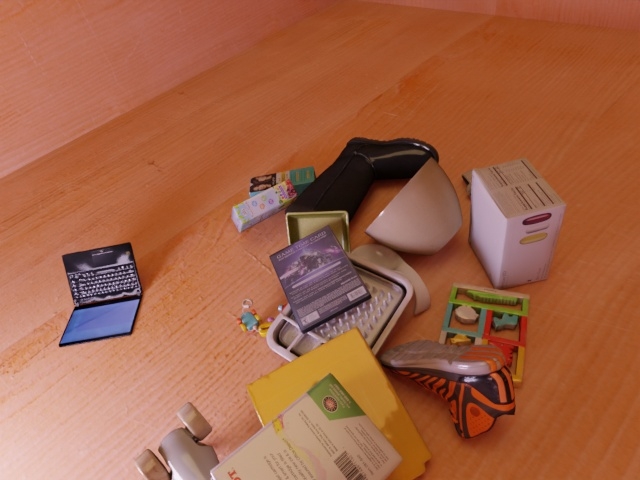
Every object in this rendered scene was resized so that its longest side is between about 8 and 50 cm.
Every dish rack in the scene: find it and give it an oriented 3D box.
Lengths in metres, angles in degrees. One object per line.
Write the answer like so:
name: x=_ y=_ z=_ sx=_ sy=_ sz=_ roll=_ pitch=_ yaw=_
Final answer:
dish rack: x=0.055 y=0.199 z=1.153 sx=0.285 sy=0.072 sz=0.333 roll=22 pitch=64 yaw=34

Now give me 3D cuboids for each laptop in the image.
laptop: x=-0.687 y=0.161 z=1.375 sx=0.234 sy=0.265 sz=0.136 roll=-10 pitch=6 yaw=4

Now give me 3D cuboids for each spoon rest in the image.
spoon rest: x=0.196 y=0.084 z=1.245 sx=0.137 sy=0.084 sz=0.276 roll=-19 pitch=42 yaw=-30

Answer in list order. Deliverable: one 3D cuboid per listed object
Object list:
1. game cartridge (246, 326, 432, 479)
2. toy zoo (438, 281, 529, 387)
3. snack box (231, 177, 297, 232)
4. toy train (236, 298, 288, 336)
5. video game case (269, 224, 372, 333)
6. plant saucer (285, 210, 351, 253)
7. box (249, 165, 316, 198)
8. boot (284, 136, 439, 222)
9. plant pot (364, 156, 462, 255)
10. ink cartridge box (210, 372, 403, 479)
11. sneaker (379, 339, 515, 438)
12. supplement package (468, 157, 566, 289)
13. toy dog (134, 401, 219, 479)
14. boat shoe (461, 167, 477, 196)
game cartridge: x=0.034 y=0.386 z=0.945 sx=0.285 sy=0.053 sz=0.324 roll=-26 pitch=63 yaw=-9
toy zoo: x=0.389 y=0.234 z=1.084 sx=0.192 sy=0.030 sz=0.293 roll=8 pitch=48 yaw=22
snack box: x=-0.191 y=-0.113 z=1.506 sx=0.207 sy=0.174 sz=0.070 roll=-28 pitch=88 yaw=-15
toy train: x=-0.145 y=0.216 z=1.241 sx=0.166 sy=0.046 sz=0.125 roll=5 pitch=45 yaw=16
video game case: x=-0.009 y=0.094 z=1.201 sx=0.196 sy=0.026 sz=0.274 roll=-28 pitch=47 yaw=-2
plant saucer: x=0.000 y=0.000 z=1.346 sx=0.188 sy=0.189 sz=0.045 roll=-1 pitch=18 yaw=14
box: x=-0.137 y=-0.203 z=1.661 sx=0.244 sy=0.060 sz=0.101 roll=-10 pitch=43 yaw=5
boot: x=0.140 y=-0.168 z=1.483 sx=0.366 sy=0.146 sz=0.445 roll=10 pitch=45 yaw=35
plant pot: x=0.288 y=-0.067 z=1.287 sx=0.191 sy=0.284 sz=0.284 roll=43 pitch=61 yaw=4
ink cartridge box: x=-0.025 y=0.417 z=0.815 sx=0.278 sy=0.117 sz=0.201 roll=-33 pitch=64 yaw=-24
sneaker: x=0.262 y=0.320 z=0.966 sx=0.124 sy=0.180 sz=0.321 roll=-20 pitch=5 yaw=-34
supplement package: x=0.493 y=-0.039 z=1.169 sx=0.145 sy=0.262 sz=0.204 roll=-13 pitch=43 yaw=2
toy dog: x=-0.227 y=0.504 z=0.917 sx=0.220 sy=0.161 sz=0.334 roll=-24 pitch=58 yaw=-15
boat shoe: x=0.501 y=-0.169 z=1.454 sx=0.063 sy=0.066 sz=0.184 roll=-20 pitch=44 yaw=15
